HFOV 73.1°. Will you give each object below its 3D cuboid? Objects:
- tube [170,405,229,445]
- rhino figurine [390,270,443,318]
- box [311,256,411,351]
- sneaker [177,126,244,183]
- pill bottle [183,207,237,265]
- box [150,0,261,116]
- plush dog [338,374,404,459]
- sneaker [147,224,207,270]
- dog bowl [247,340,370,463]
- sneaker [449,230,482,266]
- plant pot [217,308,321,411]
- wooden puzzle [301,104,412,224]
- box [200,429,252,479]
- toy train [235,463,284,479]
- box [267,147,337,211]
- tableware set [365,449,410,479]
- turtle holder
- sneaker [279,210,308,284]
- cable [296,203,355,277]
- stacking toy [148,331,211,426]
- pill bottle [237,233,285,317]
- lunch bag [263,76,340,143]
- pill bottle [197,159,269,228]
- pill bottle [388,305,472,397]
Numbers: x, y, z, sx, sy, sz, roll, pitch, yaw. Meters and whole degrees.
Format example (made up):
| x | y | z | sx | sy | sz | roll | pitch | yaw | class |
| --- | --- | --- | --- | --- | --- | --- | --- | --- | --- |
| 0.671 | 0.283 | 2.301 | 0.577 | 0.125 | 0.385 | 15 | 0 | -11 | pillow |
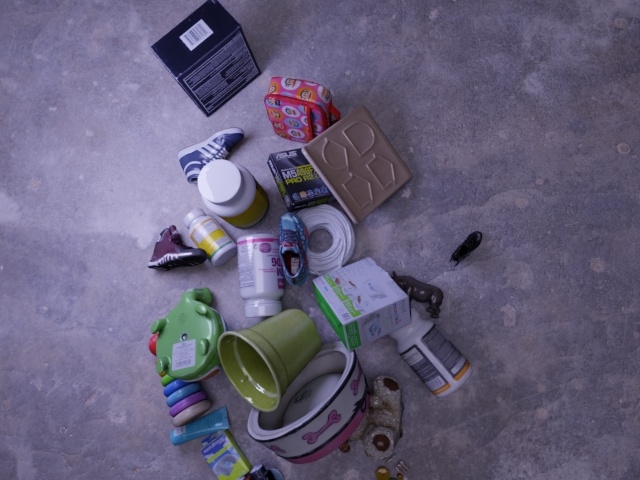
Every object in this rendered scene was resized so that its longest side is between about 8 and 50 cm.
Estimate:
| x | y | z | sx | sy | sz | roll | pitch | yaw | class |
| --- | --- | --- | --- | --- | --- | --- | --- | --- | --- |
| -0.424 | 0.661 | 1.527 | 0.206 | 0.052 | 0.080 | -22 | 59 | 0 | tube |
| 0.319 | 0.179 | 1.523 | 0.243 | 0.073 | 0.106 | 22 | 67 | 10 | rhino figurine |
| 0.129 | 0.195 | 1.418 | 0.230 | 0.262 | 0.127 | -21 | 123 | -14 | box |
| -0.405 | -0.316 | 1.661 | 0.282 | 0.099 | 0.153 | -22 | 74 | 8 | sneaker |
| -0.413 | -0.016 | 1.604 | 0.117 | 0.117 | 0.208 | -42 | 80 | -2 | pill bottle |
| -0.417 | -0.675 | 1.624 | 0.296 | 0.294 | 0.183 | -40 | 77 | -2 | box |
| 0.152 | 0.597 | 1.439 | 0.225 | 0.211 | 0.263 | 1 | 50 | 20 | plush dog |
| -0.526 | 0.013 | 1.584 | 0.281 | 0.106 | 0.163 | -10 | 68 | 30 | sneaker |
| -0.023 | 0.508 | 1.354 | 0.407 | 0.408 | 0.150 | -36 | 101 | -1 | dog bowl |
| 0.516 | 0.027 | 1.523 | 0.170 | 0.089 | 0.051 | -44 | 80 | -2 | sneaker |
| -0.141 | 0.352 | 1.383 | 0.253 | 0.276 | 0.276 | -30 | 76 | -42 | plant pot |
| 0.130 | -0.270 | 1.539 | 0.347 | 0.080 | 0.322 | -41 | 100 | -28 | wooden puzzle |
| -0.334 | 0.753 | 1.507 | 0.109 | 0.042 | 0.178 | -38 | 80 | -2 | box |
| -0.172 | 0.915 | 1.414 | 0.190 | 0.142 | 0.334 | -31 | 84 | 9 | toy train |
| -0.030 | -0.234 | 1.564 | 0.269 | 0.060 | 0.217 | -15 | 72 | -26 | box |
| 0.219 | 0.762 | 1.464 | 0.154 | 0.024 | 0.104 | 40 | 89 | 9 | tableware set |
| -0.435 | 0.330 | 1.490 | 0.243 | 0.227 | 0.320 | -41 | 57 | -2 | turtle holder |
| -0.091 | 0.019 | 1.473 | 0.103 | 0.125 | 0.262 | -11 | 79 | 4 | sneaker |
| 0.000 | 0.000 | 1.578 | 0.256 | 0.089 | 0.257 | 28 | 84 | 11 | cable |
| -0.520 | 0.479 | 1.534 | 0.141 | 0.141 | 0.331 | -33 | 73 | -1 | stacking toy |
| -0.210 | 0.128 | 1.539 | 0.160 | 0.160 | 0.284 | -6 | 81 | 4 | pill bottle |
| -0.054 | -0.456 | 1.557 | 0.257 | 0.293 | 0.120 | 14 | 77 | 8 | lunch bag |
| -0.300 | -0.159 | 1.507 | 0.187 | 0.334 | 0.188 | -1 | 81 | 5 | pill bottle |
| 0.356 | 0.367 | 1.444 | 0.162 | 0.162 | 0.278 | -40 | 79 | -2 | pill bottle |
